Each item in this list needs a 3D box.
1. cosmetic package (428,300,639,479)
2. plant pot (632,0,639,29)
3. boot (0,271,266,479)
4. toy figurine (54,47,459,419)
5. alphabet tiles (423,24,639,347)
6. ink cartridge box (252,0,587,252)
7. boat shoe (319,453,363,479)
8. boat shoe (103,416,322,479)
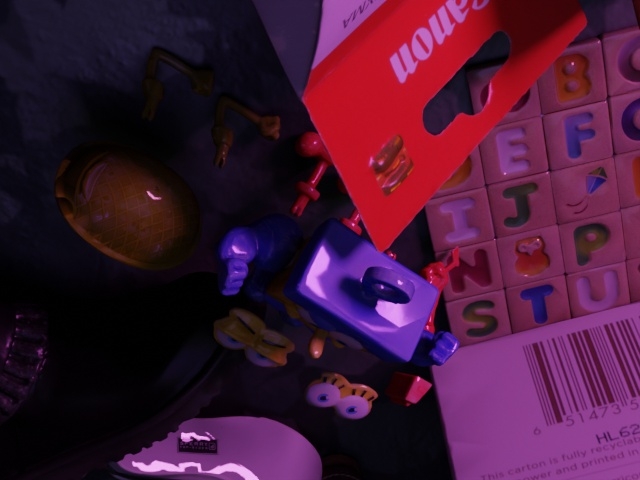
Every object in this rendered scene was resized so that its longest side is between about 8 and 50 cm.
[{"bbox_3d":[0.315,0.304,1.191,0.329,0.327,0.394,-16,126,5],"label":"cosmetic package"},{"bbox_3d":[0.281,-0.301,0.879,0.237,0.237,0.254,-25,108,11],"label":"plant pot"},{"bbox_3d":[-0.248,0.077,1.115,0.348,0.131,0.260,-33,120,16],"label":"boot"},{"bbox_3d":[0.000,0.000,0.995,0.362,0.217,0.191,36,76,-20],"label":"toy figurine"},{"bbox_3d":[0.239,-0.023,1.165,0.285,0.011,0.342,-13,123,4],"label":"alphabet tiles"},{"bbox_3d":[0.082,-0.226,0.861,0.091,0.308,0.385,9,135,44],"label":"ink cartridge box"},{"bbox_3d":[0.026,0.316,1.331,0.073,0.073,0.207,-13,124,2],"label":"boat shoe"},{"bbox_3d":[-0.107,0.209,1.255,0.219,0.078,0.070,13,154,-20],"label":"boat shoe"}]
